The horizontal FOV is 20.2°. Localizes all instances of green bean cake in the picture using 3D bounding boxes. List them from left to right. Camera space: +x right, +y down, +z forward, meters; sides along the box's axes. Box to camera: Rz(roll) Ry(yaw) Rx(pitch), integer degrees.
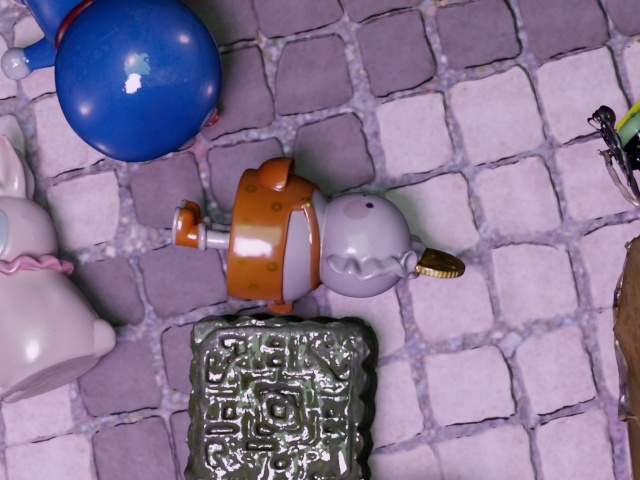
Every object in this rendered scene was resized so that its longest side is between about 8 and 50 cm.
[{"bbox_3d":[-0.038,0.156,1.680,0.173,0.094,0.181,3,84,7],"label":"green bean cake"}]

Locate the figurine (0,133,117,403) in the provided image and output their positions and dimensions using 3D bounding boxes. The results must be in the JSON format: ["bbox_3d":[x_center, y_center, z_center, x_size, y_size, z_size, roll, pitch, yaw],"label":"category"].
[{"bbox_3d":[-0.307,0.031,1.724,0.155,0.127,0.236,-29,74,13],"label":"figurine"}]

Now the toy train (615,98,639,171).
[{"bbox_3d":[0.383,-0.029,1.614,0.296,0.160,0.100,48,133,11],"label":"toy train"}]

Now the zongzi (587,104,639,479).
[{"bbox_3d":[0.313,0.139,1.425,0.181,0.418,0.447,-10,112,17],"label":"zongzi"}]

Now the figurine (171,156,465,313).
[{"bbox_3d":[-0.004,0.008,1.679,0.271,0.143,0.143,22,86,-1],"label":"figurine"}]

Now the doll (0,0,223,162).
[{"bbox_3d":[-0.200,-0.189,1.732,0.215,0.161,0.257,-39,62,14],"label":"doll"}]
